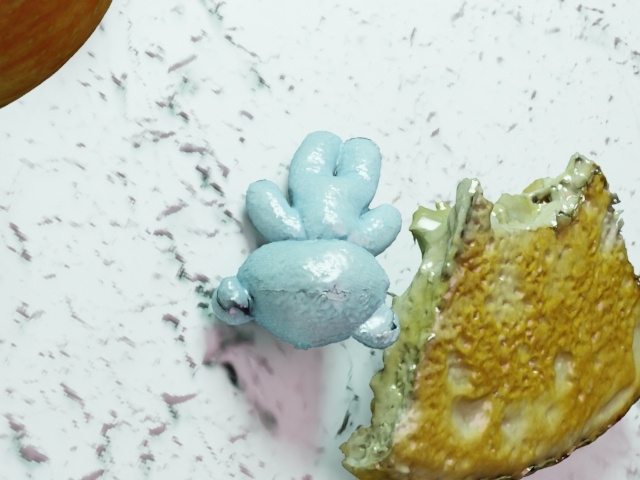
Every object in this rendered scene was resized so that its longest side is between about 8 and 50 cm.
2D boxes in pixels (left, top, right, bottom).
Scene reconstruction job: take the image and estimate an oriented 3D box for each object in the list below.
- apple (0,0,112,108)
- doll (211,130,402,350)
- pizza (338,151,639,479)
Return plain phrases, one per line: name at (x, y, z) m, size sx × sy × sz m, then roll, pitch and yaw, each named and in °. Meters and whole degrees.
apple at (-0.221, -0.167, 0.678) m, size 0.226 × 0.246 × 0.246 m, roll -37°, pitch 101°, yaw -20°
doll at (-0.001, 0.004, 0.932) m, size 0.120 × 0.075 × 0.180 m, roll 9°, pitch 41°, yaw 2°
pizza at (0.129, 0.055, 0.986) m, size 0.323 × 0.089 × 0.223 m, roll -13°, pitch 103°, yaw -43°
